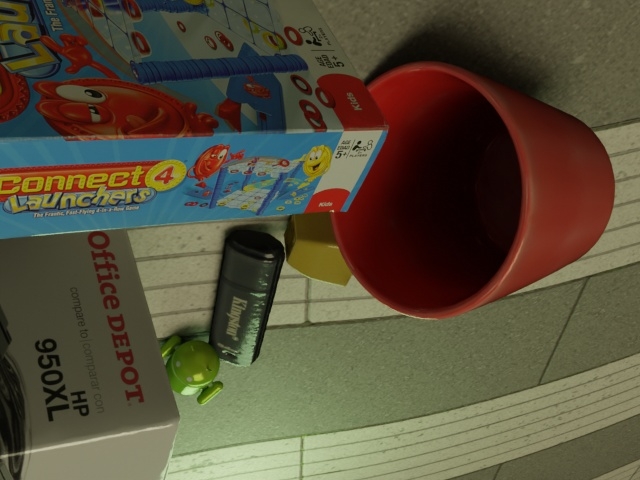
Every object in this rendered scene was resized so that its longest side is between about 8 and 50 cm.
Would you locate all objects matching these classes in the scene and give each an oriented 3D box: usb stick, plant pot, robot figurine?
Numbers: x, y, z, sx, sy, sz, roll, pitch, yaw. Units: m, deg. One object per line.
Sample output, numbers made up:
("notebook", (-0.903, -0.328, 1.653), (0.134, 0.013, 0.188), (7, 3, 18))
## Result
("usb stick", (-0.102, 0.083, 1.284), (0.077, 0.045, 0.278), (14, 141, -2))
("plant pot", (0.000, 0.000, 1.211), (0.083, 0.081, 0.081), (7, 139, -16))
("robot figurine", (-0.180, 0.178, 1.353), (0.067, 0.101, 0.115), (-40, 178, -29))
("plant pot", (0.185, -0.058, 1.086), (0.243, 0.274, 0.275), (-4, 144, -44))

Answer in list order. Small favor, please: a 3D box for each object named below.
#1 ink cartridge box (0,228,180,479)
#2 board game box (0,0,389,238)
("ink cartridge box", (-0.373, 0.139, 0.999), (0.395, 0.285, 0.166), (-6, 143, -24))
("board game box", (-0.153, -0.150, 0.671), (0.302, 0.308, 0.086), (-6, 143, -33))
